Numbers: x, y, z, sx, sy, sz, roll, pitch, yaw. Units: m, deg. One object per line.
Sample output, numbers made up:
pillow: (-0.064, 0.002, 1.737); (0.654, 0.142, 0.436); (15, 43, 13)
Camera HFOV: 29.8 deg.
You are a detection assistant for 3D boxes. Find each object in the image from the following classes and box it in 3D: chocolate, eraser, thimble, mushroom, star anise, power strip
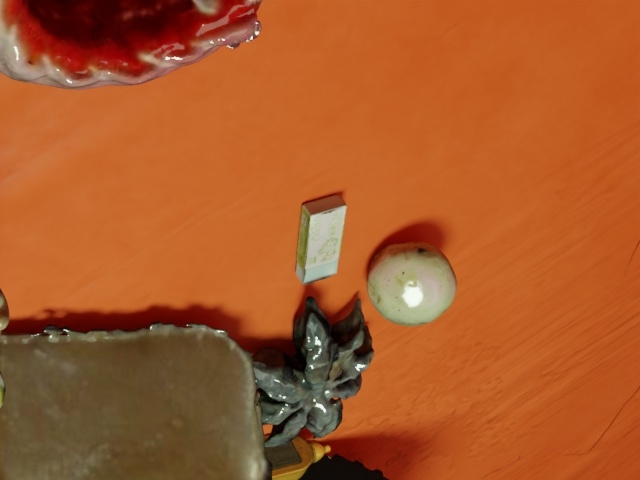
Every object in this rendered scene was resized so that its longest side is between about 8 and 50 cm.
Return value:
chocolate: (-0.172, 0.152, 0.997); (0.261, 0.161, 0.083); (5, 165, -34)
eraser: (0.000, 0.000, 1.051); (0.038, 0.019, 0.083); (-18, 139, -26)
thimble: (-0.128, -0.178, 0.680); (0.189, 0.125, 0.163); (-12, 137, -29)
mushroom: (0.085, 0.039, 1.118); (0.083, 0.083, 0.067); (-53, -178, 19)
star anise: (-0.018, 0.134, 1.141); (0.180, 0.061, 0.205); (-8, 134, -32)
power strip: (-0.067, 0.227, 1.209); (0.178, 0.049, 0.028); (-9, 139, -32)

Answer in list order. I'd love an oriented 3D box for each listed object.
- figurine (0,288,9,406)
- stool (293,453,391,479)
figurine: (-0.271, 0.036, 0.719); (0.224, 0.205, 0.382); (15, 121, -41)
stool: (-0.035, 0.437, 1.269); (0.297, 0.297, 0.330); (-9, 138, -32)
